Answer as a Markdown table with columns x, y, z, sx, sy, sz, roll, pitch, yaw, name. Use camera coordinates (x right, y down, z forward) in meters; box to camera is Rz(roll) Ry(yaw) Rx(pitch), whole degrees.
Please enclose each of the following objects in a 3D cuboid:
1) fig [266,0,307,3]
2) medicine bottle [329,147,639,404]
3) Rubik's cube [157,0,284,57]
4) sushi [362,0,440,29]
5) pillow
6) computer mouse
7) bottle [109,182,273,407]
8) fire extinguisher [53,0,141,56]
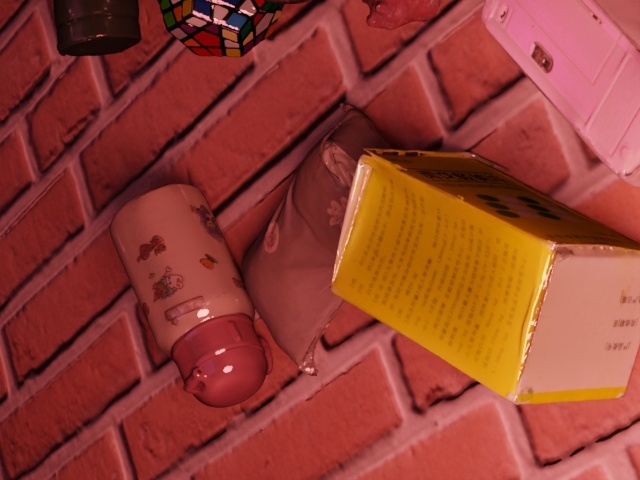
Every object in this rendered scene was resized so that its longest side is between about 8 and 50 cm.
| x | y | z | sx | sy | sz | roll | pitch | yaw | name |
| --- | --- | --- | --- | --- | --- | --- | --- | --- | --- |
| -0.040 | -0.340 | 1.759 | 0.149 | 0.149 | 0.245 | -46 | 35 | 43 | fig |
| 0.140 | 0.025 | 1.517 | 0.250 | 0.137 | 0.141 | 30 | 114 | 46 | medicine bottle |
| -0.098 | -0.246 | 1.833 | 0.112 | 0.133 | 0.133 | -158 | 69 | -78 | Rubik's cube |
| 0.059 | -0.320 | 1.637 | 0.161 | 0.107 | 0.241 | 36 | 119 | 49 | sushi |
| 0.000 | 0.000 | 1.761 | 0.169 | 0.059 | 0.255 | 57 | 132 | 30 | pillow |
| 0.219 | -0.148 | 1.474 | 0.245 | 0.056 | 0.126 | 53 | 131 | 36 | computer mouse |
| -0.127 | 0.061 | 1.887 | 0.110 | 0.110 | 0.233 | -52 | 53 | 39 | bottle |
| -0.261 | -0.362 | 2.055 | 0.095 | 0.114 | 0.311 | -8 | 85 | 7 | fire extinguisher |
